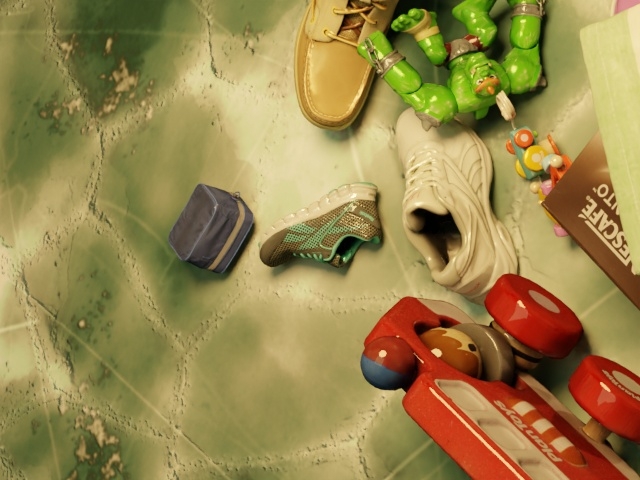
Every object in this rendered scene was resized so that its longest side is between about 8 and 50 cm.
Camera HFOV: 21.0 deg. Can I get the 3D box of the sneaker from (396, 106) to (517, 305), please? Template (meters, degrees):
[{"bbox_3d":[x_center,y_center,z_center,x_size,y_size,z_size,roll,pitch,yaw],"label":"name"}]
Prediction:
[{"bbox_3d":[0.124,-0.048,1.775,0.090,0.115,0.232,-36,61,28],"label":"sneaker"}]

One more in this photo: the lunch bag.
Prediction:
[{"bbox_3d":[-0.121,-0.016,2.003,0.098,0.065,0.067,-57,37,17],"label":"lunch bag"}]

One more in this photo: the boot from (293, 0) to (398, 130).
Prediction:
[{"bbox_3d":[0.043,-0.251,1.833,0.203,0.095,0.262,174,112,-81],"label":"boot"}]

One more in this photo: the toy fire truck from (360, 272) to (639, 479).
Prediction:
[{"bbox_3d":[0.162,0.151,1.609,0.302,0.254,0.169,45,109,32],"label":"toy fire truck"}]

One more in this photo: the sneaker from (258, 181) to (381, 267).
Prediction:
[{"bbox_3d":[0.000,0.000,1.904,0.166,0.065,0.076,-30,67,33],"label":"sneaker"}]

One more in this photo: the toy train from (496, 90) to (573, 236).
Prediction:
[{"bbox_3d":[0.230,-0.077,1.701,0.046,0.125,0.166,-22,46,-6],"label":"toy train"}]

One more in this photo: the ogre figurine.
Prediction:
[{"bbox_3d":[0.151,-0.189,1.779,0.118,0.197,0.097,67,153,8],"label":"ogre figurine"}]

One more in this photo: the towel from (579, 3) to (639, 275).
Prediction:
[{"bbox_3d":[0.378,-0.118,1.415,0.325,0.038,0.248,-21,71,36],"label":"towel"}]

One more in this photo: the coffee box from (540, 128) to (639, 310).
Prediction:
[{"bbox_3d":[0.359,-0.085,1.526,0.297,0.119,0.168,-54,53,20],"label":"coffee box"}]

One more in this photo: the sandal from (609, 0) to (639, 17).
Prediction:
[{"bbox_3d":[0.410,-0.336,1.586,0.416,0.102,0.169,-44,43,17],"label":"sandal"}]
